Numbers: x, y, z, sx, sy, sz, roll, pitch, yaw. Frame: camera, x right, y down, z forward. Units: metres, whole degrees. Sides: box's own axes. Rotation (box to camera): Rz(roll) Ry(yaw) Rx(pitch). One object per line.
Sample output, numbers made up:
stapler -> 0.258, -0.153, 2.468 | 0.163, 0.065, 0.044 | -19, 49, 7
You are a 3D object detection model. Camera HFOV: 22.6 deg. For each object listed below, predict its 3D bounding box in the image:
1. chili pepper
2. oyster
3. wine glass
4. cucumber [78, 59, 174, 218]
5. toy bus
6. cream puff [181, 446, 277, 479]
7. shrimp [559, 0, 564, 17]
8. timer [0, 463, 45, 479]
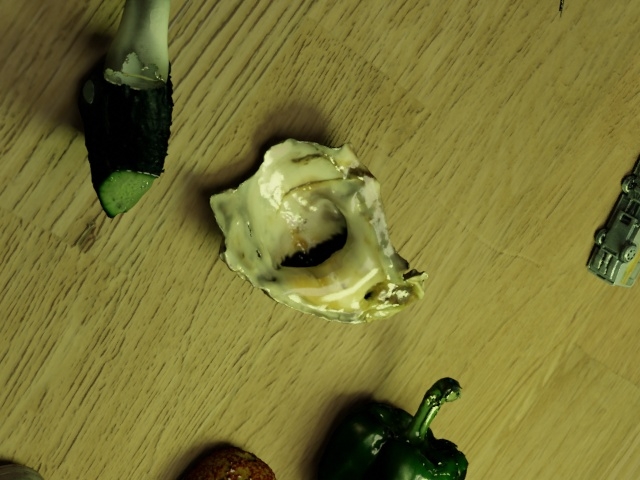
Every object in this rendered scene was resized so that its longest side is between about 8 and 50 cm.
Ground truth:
chili pepper -> 0.118, 0.293, 2.164 | 0.165, 0.174, 0.261 | 28, 102, -46
oyster -> -0.005, -0.005, 1.966 | 0.275, 0.100, 0.271 | -11, 119, -16
wine glass -> -0.185, -0.242, 1.692 | 0.072, 0.072, 0.155 | 16, 79, -40
cucumber -> -0.218, -0.121, 1.730 | 0.115, 0.193, 0.086 | -35, 135, 25
toy bus -> 0.456, -0.025, 2.303 | 0.075, 0.064, 0.190 | 15, 105, -46
cream puff -> -0.118, 0.344, 2.086 | 0.149, 0.084, 0.149 | -15, 122, -26
shrimp -> 0.314, -0.388, 1.997 | 0.090, 0.079, 0.232 | -52, 151, -56
timer -> -0.398, 0.375, 1.916 | 0.208, 0.069, 0.190 | -35, 132, -16
